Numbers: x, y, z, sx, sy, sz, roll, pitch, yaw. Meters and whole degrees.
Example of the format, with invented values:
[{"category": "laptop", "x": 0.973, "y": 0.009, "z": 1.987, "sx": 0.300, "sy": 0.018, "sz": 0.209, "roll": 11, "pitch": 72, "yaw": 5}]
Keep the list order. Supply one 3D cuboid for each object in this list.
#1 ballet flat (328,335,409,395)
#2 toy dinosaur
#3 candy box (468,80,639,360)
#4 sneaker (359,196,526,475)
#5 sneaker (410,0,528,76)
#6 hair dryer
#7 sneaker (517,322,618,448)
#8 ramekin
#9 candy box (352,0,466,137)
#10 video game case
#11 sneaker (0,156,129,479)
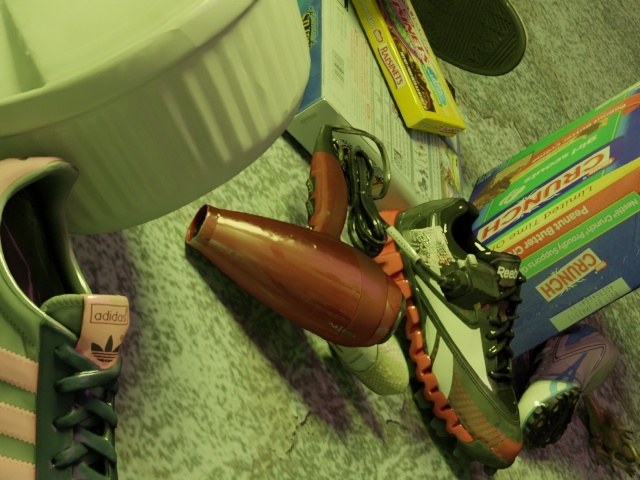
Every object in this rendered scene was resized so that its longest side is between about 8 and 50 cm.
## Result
[{"category": "ballet flat", "x": 0.017, "y": 0.068, "z": 1.521, "sx": 0.052, "sy": 0.057, "sz": 0.168, "roll": -6, "pitch": 60, "yaw": -54}, {"category": "toy dinosaur", "x": 0.322, "y": 0.211, "z": 1.981, "sx": 0.183, "sy": 0.053, "sz": 0.092, "roll": 55, "pitch": 8, "yaw": -25}, {"category": "candy box", "x": 0.276, "y": -0.029, "z": 1.858, "sx": 0.122, "sy": 0.268, "sz": 0.317, "roll": 52, "pitch": 26, "yaw": -12}, {"category": "sneaker", "x": 0.142, "y": 0.080, "z": 1.646, "sx": 0.098, "sy": 0.135, "sz": 0.276, "roll": 5, "pitch": 61, "yaw": -64}, {"category": "sneaker", "x": 0.127, "y": -0.288, "z": 1.960, "sx": 0.295, "sy": 0.123, "sz": 0.178, "roll": 40, "pitch": 20, "yaw": 13}, {"category": "hair dryer", "x": 0.000, "y": 0.000, "z": 1.488, "sx": 0.294, "sy": 0.080, "sz": 0.223, "roll": -4, "pitch": 46, "yaw": -50}, {"category": "sneaker", "x": 0.247, "y": 0.152, "z": 1.861, "sx": 0.086, "sy": 0.085, "sz": 0.237, "roll": 31, "pitch": 27, "yaw": 15}, {"category": "ramekin", "x": -0.132, "y": -0.117, "z": 1.181, "sx": 0.273, "sy": 0.273, "sz": 0.127, "roll": -80, "pitch": 149, "yaw": -54}, {"category": "candy box", "x": 0.083, "y": -0.206, "z": 1.811, "sx": 0.105, "sy": 0.027, "sz": 0.205, "roll": 7, "pitch": 57, "yaw": -62}, {"category": "video game case", "x": 0.054, "y": -0.138, "z": 1.790, "sx": 0.244, "sy": 0.061, "sz": 0.269, "roll": 43, "pitch": 30, "yaw": -32}, {"category": "sneaker", "x": -0.163, "y": 0.097, "z": 1.035, "sx": 0.112, "sy": 0.131, "sz": 0.319, "roll": 4, "pitch": 61, "yaw": -62}]
